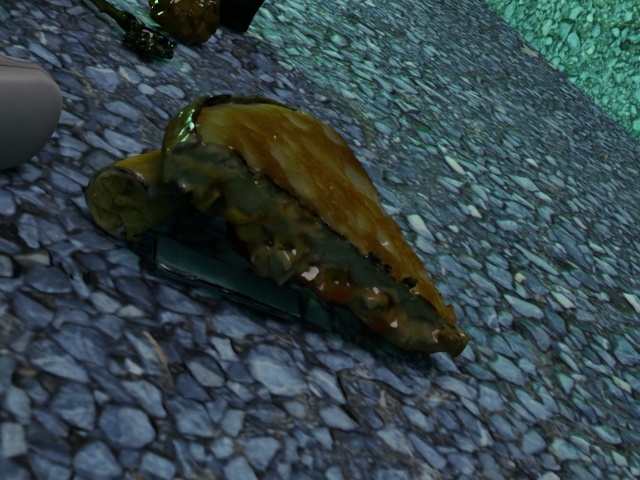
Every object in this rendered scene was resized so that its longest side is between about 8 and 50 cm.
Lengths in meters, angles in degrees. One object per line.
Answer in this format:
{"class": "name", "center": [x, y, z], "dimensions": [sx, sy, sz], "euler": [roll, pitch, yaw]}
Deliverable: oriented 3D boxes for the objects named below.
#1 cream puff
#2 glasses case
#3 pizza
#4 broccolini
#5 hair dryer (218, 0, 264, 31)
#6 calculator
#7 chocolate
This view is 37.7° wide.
{"class": "cream puff", "center": [-0.208, -0.371, 1.480], "dimensions": [0.116, 0.094, 0.122], "euler": [40, 23, 8]}
{"class": "glasses case", "center": [-0.367, -0.118, 0.844], "dimensions": [0.297, 0.113, 0.075], "euler": [-4, 43, -52]}
{"class": "pizza", "center": [0.000, 0.000, 1.055], "dimensions": [0.406, 0.130, 0.440], "euler": [49, 18, 2]}
{"class": "broccolini", "center": [-0.320, -0.333, 1.372], "dimensions": [0.254, 0.071, 0.057], "euler": [32, 67, 12]}
{"class": "hair dryer", "center": [-0.230, -0.490, 1.665], "dimensions": [0.244, 0.116, 0.302], "euler": [22, 21, -27]}
{"class": "calculator", "center": [-0.098, 0.042, 0.981], "dimensions": [0.172, 0.018, 0.057], "euler": [22, 30, -23]}
{"class": "chocolate", "center": [-0.170, -0.070, 1.029], "dimensions": [0.086, 0.085, 0.219], "euler": [35, 24, 4]}
